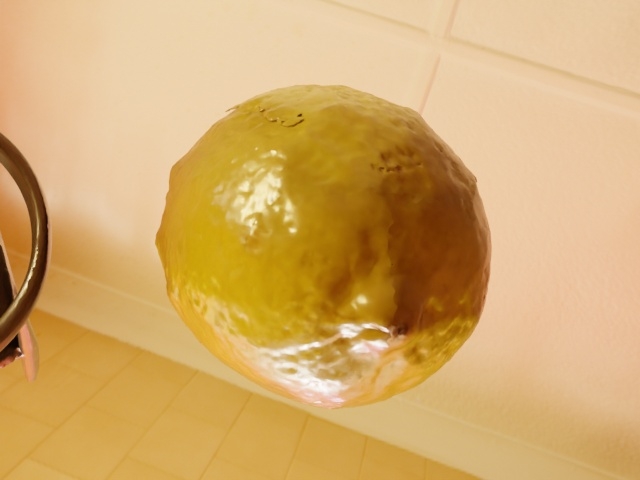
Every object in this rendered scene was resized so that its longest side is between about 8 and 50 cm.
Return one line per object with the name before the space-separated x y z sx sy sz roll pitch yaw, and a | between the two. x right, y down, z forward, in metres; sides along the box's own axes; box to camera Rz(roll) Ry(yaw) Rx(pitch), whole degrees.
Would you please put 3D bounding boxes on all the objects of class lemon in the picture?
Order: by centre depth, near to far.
lemon | 0.001 0.001 0.510 0.261 0.284 0.260 0 -90 -7

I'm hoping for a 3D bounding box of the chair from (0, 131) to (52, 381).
chair | -0.308 0.032 0.479 0.272 0.166 0.188 -36 -108 54
